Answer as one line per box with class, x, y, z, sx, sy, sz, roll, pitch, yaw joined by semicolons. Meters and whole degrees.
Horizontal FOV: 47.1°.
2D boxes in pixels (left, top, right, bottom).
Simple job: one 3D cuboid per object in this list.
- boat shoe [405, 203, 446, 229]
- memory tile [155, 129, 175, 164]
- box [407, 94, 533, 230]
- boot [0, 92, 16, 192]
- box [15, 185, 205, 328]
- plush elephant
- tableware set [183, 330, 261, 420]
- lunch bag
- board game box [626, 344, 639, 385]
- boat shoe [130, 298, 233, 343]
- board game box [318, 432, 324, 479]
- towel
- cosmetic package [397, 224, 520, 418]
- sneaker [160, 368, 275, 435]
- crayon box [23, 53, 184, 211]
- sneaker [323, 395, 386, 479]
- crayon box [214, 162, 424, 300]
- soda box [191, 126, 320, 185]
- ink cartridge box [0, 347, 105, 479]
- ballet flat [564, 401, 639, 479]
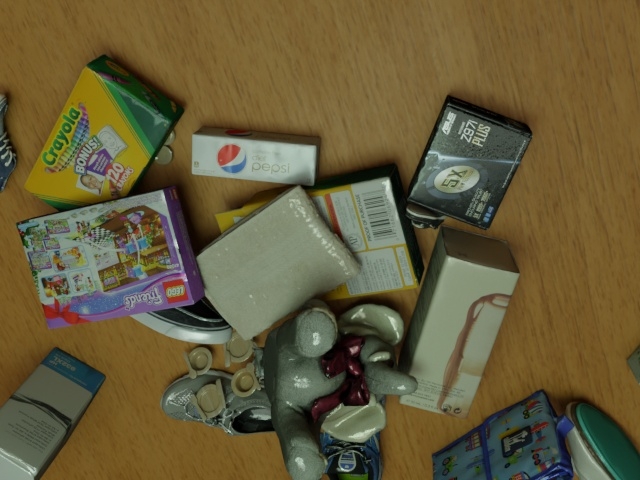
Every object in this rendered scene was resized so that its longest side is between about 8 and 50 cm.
boat shoe;0.176;-0.038;1.252;0.046;0.125;0.038;37;110;23
memory tile;-0.330;-0.201;1.311;0.148;0.012;0.113;14;113;2
box;0.246;-0.130;1.226;0.147;0.077;0.180;21;113;0
boot;-0.585;-0.175;1.334;0.086;0.069;0.190;31;120;-12
box;-0.364;0.032;1.274;0.293;0.057;0.201;-10;100;16
plush elephant;0.040;0.230;1.247;0.255;0.330;0.272;2;92;-18
tableware set;-0.188;0.255;1.416;0.168;0.020;0.141;-27;63;10
lunch bag;0.352;0.423;1.350;0.138;0.221;0.293;41;111;-9
board game box;0.724;0.169;1.269;0.224;0.097;0.303;29;111;-3
boat shoe;-0.290;0.097;1.357;0.301;0.108;0.102;22;106;20
board game box;-0.027;0.504;1.438;0.039;0.211;0.160;13;112;2
towel;-0.085;0.045;1.264;0.282;0.049;0.187;-31;103;27
cosmetic package;0.236;0.143;1.296;0.129;0.153;0.296;14;114;0
sneaker;-0.184;0.325;1.441;0.281;0.115;0.105;-1;111;8
crayon box;-0.380;-0.160;1.281;0.165;0.081;0.278;34;118;-8
sneaker;0.065;0.374;1.407;0.130;0.147;0.330;-6;104;9
crayon box;0.000;0.000;1.292;0.323;0.083;0.203;-10;110;20
soda box;-0.111;-0.148;1.272;0.216;0.069;0.074;6;111;5
ink cartridge box;-0.570;0.387;1.414;0.129;0.307;0.223;33;111;-6
ballet flat;0.579;0.468;1.399;0.400;0.139;0.139;39;111;-9
